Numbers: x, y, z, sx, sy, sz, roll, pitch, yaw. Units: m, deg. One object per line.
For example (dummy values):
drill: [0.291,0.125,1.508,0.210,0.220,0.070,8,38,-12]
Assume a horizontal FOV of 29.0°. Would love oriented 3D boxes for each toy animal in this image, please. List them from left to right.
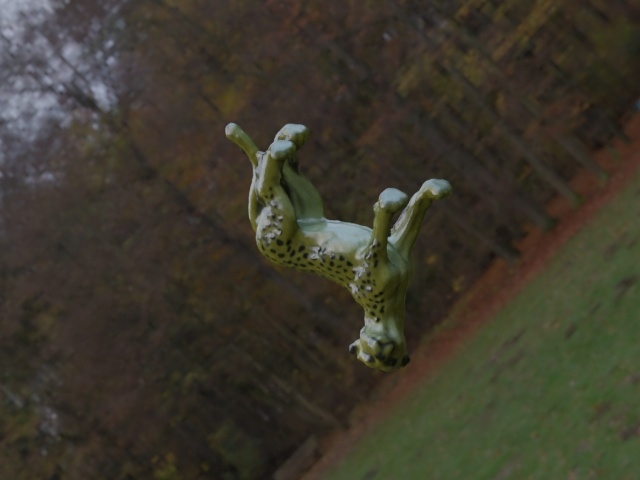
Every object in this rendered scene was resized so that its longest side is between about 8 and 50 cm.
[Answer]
toy animal: [0.000,0.000,0.901,0.073,0.181,0.136,-33,-38,-56]
